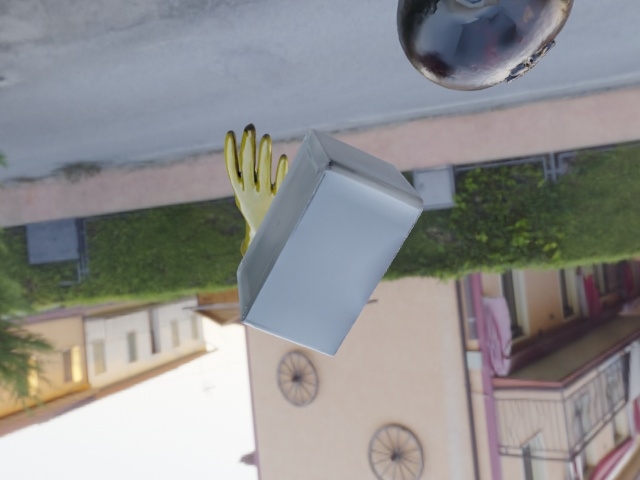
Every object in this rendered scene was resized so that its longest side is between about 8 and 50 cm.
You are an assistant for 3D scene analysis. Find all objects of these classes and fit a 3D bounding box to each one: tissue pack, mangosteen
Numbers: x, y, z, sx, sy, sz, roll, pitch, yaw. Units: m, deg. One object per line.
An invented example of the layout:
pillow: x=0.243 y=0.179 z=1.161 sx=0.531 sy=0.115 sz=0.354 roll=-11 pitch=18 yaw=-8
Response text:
tissue pack: x=0.000 y=0.001 z=0.808 sx=0.135 sy=0.246 sz=0.159 roll=22 pitch=-159 yaw=-19
mangosteen: x=0.170 y=-0.267 z=0.659 sx=0.209 sy=0.210 sz=0.210 roll=-6 pitch=177 yaw=0

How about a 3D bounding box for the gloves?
gloves: x=-0.111 y=-0.090 z=1.172 sx=0.132 sy=0.295 sz=0.116 roll=11 pitch=-138 yaw=15
